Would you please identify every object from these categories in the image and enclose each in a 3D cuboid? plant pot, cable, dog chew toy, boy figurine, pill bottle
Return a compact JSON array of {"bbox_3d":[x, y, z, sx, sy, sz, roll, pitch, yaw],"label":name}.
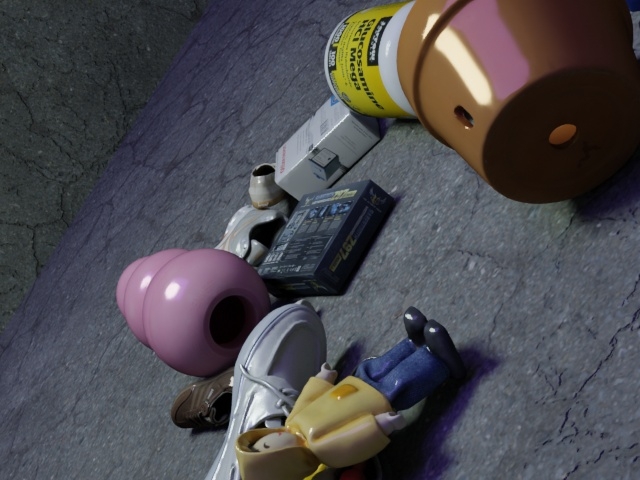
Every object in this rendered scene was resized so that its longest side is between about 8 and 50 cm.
[{"bbox_3d":[0.254,-0.183,1.355,0.291,0.291,0.203,-42,39,23],"label":"plant pot"},{"bbox_3d":[0.042,0.237,1.359,0.139,0.072,0.287,-23,35,42],"label":"cable"},{"bbox_3d":[-0.226,0.104,1.880,0.332,0.206,0.206,13,66,54],"label":"dog chew toy"},{"bbox_3d":[0.023,0.193,1.322,0.285,0.092,0.177,-32,27,-11],"label":"boy figurine"},{"bbox_3d":[0.149,-0.286,1.814,0.188,0.188,0.334,-55,21,-8],"label":"pill bottle"}]

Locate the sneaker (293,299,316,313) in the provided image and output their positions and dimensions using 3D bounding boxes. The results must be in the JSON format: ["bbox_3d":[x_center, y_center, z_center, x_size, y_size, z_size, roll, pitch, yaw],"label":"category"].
[{"bbox_3d":[-0.060,0.156,1.705,0.084,0.058,0.152,-32,24,30],"label":"sneaker"}]

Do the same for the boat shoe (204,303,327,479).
[{"bbox_3d":[-0.052,0.238,1.461,0.156,0.136,0.367,-21,40,53],"label":"boat shoe"}]

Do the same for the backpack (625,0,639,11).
[{"bbox_3d":[0.436,-0.359,1.487,0.120,0.098,0.101,-17,60,42],"label":"backpack"}]

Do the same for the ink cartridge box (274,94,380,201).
[{"bbox_3d":[0.011,-0.173,2.057,0.191,0.082,0.139,-44,22,22],"label":"ink cartridge box"}]

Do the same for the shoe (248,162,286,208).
[{"bbox_3d":[-0.090,-0.117,2.137,0.076,0.058,0.219,-13,16,10],"label":"shoe"}]

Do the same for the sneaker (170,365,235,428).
[{"bbox_3d":[-0.174,0.257,1.770,0.188,0.066,0.071,-37,27,35],"label":"sneaker"}]

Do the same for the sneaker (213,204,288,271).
[{"bbox_3d":[-0.148,0.042,2.025,0.121,0.099,0.262,-2,54,57],"label":"sneaker"}]

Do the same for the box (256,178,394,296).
[{"bbox_3d":[0.000,0.000,1.836,0.183,0.059,0.233,-60,22,-19],"label":"box"}]
